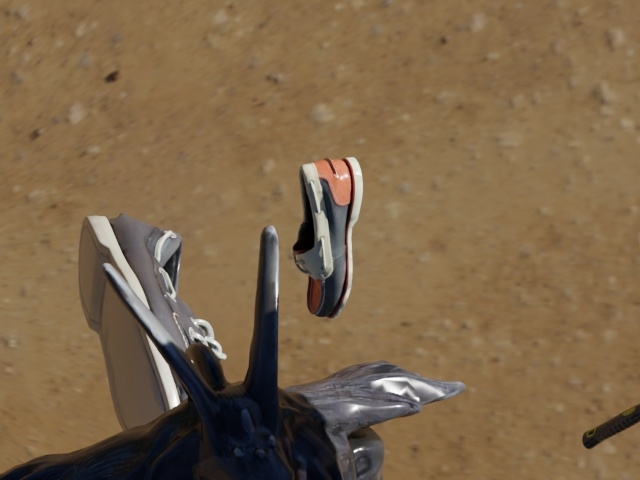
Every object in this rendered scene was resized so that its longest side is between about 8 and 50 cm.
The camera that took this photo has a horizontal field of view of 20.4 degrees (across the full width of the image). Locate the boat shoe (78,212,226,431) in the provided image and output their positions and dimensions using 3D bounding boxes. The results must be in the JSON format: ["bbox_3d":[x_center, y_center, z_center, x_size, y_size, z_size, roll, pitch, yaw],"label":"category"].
[{"bbox_3d":[-0.081,0.045,0.943,0.065,0.206,0.075,1,117,-20],"label":"boat shoe"}]

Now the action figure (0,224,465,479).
[{"bbox_3d":[-0.012,0.140,0.525,0.164,0.141,0.276,-18,126,-26],"label":"action figure"}]

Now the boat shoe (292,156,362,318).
[{"bbox_3d":[0.000,0.000,1.292,0.043,0.049,0.137,-8,128,-21],"label":"boat shoe"}]

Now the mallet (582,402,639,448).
[{"bbox_3d":[0.287,0.133,1.522,0.039,0.189,0.062,31,61,-14],"label":"mallet"}]
